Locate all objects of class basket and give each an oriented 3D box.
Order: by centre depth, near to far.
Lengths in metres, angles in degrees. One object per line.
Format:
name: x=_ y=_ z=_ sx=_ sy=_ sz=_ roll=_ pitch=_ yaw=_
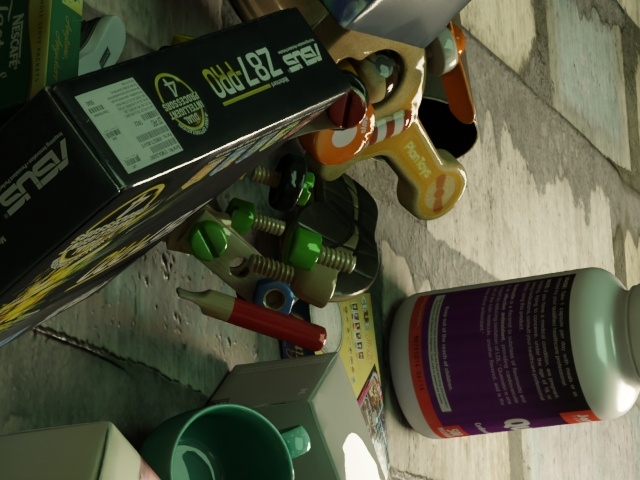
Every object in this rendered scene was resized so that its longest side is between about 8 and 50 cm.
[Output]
basket: x=0.100 y=-0.230 z=2.360 sx=0.204 sy=0.154 sz=0.227 roll=41 pitch=42 yaw=-60

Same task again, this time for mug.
mug: x=-0.093 y=0.220 z=1.799 sx=0.157 sy=0.097 sz=0.129 roll=17 pitch=68 yaw=-31

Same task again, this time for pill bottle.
pill bottle: x=0.255 y=0.132 z=2.351 sx=0.181 sy=0.323 sz=0.181 roll=33 pitch=53 yaw=-58

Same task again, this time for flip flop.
flip flop: x=0.000 y=0.000 z=2.144 sx=0.112 sy=0.080 sz=0.277 roll=43 pitch=21 yaw=-14

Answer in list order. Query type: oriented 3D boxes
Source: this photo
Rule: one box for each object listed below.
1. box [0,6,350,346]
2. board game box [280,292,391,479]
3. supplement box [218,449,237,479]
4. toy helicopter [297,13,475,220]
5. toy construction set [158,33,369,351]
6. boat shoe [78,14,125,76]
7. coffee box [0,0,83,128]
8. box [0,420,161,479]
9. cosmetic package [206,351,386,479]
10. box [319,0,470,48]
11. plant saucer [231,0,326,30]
box: x=-0.182 y=-0.026 z=1.477 sx=0.097 sy=0.318 sz=0.395 roll=55 pitch=26 yaw=1
board game box: x=0.018 y=0.178 z=2.160 sx=0.165 sy=0.042 sz=0.243 roll=5 pitch=77 yaw=-64
supplement box: x=-0.098 y=0.211 z=1.886 sx=0.043 sy=0.055 sz=0.083 roll=10 pitch=73 yaw=-64
toy helicopter: x=0.085 y=-0.143 z=2.168 sx=0.235 sy=0.140 sz=0.355 roll=-45 pitch=142 yaw=-4
toy construction set: x=-0.100 y=-0.046 z=1.828 sx=0.237 sy=0.257 sz=0.309 roll=18 pitch=34 yaw=-15
boat shoe: x=-0.216 y=-0.155 z=1.776 sx=0.142 sy=0.040 sz=0.049 roll=-65 pitch=148 yaw=-50
coffee box: x=-0.263 y=-0.131 z=1.491 sx=0.040 sy=0.184 sz=0.113 roll=34 pitch=52 yaw=-53
box: x=-0.184 y=0.263 z=1.571 sx=0.232 sy=0.148 sz=0.127 roll=57 pitch=33 yaw=-42
cosmetic package: x=-0.013 y=0.238 z=1.976 sx=0.107 sy=0.127 sz=0.238 roll=-51 pitch=130 yaw=-58
box: x=0.044 y=-0.433 z=1.941 sx=0.395 sy=0.293 sz=0.212 roll=51 pitch=19 yaw=16
plant saucer: x=-0.049 y=-0.351 z=2.204 sx=0.278 sy=0.041 sz=0.278 roll=-8 pitch=90 yaw=-66
